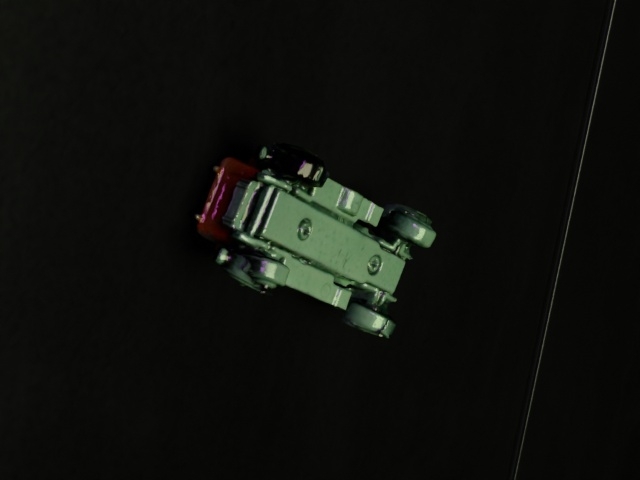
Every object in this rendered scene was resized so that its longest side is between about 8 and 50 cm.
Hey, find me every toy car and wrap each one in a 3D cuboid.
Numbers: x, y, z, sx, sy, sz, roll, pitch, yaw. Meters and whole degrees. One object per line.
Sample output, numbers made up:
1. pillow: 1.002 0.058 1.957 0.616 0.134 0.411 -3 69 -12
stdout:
1. toy car: 0.000 0.000 0.776 0.143 0.054 0.073 24 86 -52
